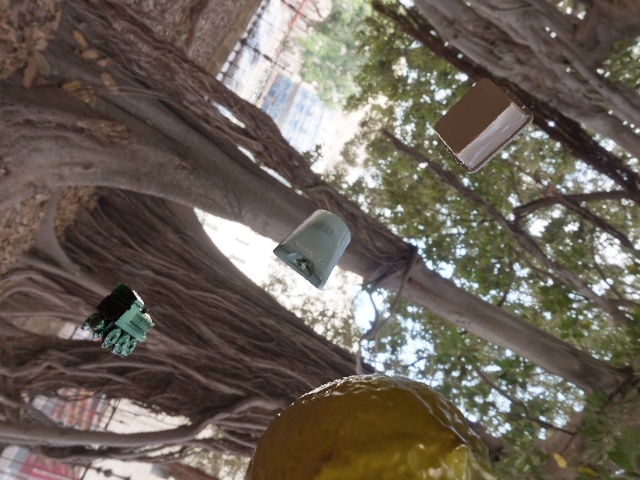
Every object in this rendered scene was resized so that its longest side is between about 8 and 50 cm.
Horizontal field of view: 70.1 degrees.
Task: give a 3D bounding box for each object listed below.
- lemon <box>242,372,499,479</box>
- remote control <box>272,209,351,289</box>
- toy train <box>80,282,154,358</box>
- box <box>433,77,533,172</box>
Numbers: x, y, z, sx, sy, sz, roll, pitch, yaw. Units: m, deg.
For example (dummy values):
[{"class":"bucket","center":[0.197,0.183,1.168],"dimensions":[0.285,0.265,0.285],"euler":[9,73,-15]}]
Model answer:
[{"class":"lemon","center":[0.032,0.191,0.342],"dimensions":[0.180,0.181,0.193],"euler":[-106,-148,-68]},{"class":"remote control","center":[-0.001,0.001,0.857],"dimensions":[0.051,0.103,0.293],"euler":[-52,180,22]},{"class":"toy train","center":[-0.379,0.158,0.876],"dimensions":[0.111,0.071,0.170],"euler":[-50,166,-21]},{"class":"box","center":[0.234,-0.173,0.674],"dimensions":[0.122,0.062,0.089],"euler":[-44,-127,24]}]
